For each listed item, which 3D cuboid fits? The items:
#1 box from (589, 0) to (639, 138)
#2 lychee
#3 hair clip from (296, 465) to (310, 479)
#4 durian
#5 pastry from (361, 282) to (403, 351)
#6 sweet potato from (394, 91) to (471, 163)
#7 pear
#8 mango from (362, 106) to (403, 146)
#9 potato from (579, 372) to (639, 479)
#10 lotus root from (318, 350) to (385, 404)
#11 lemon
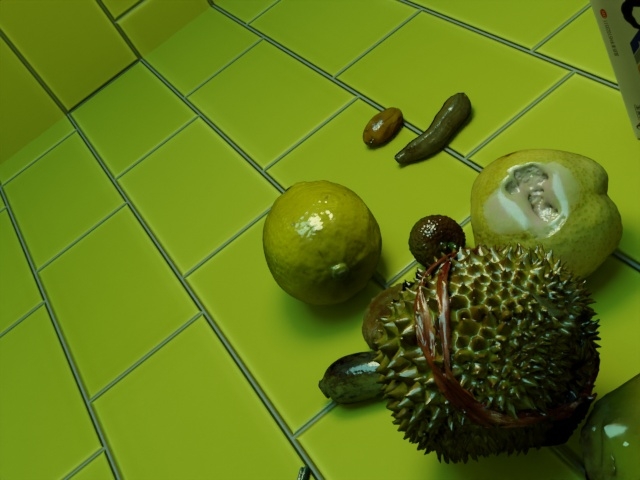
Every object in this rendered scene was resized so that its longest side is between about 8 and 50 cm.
[{"bbox_3d":[0.643,-0.330,1.654,0.214,0.353,0.069,7,51,42],"label":"box"},{"bbox_3d":[0.231,0.001,1.805,0.114,0.114,0.146,-38,19,-5],"label":"lychee"},{"bbox_3d":[-0.073,0.488,1.559,0.070,0.039,0.229,9,49,42],"label":"hair clip"},{"bbox_3d":[0.250,0.174,1.357,0.348,0.347,0.384,-118,41,-54],"label":"durian"},{"bbox_3d":[0.146,0.150,1.725,0.153,0.081,0.153,-20,43,19],"label":"pastry"},{"bbox_3d":[0.271,-0.254,2.107,0.233,0.062,0.081,-45,22,-9],"label":"sweet potato"},{"bbox_3d":[0.395,-0.040,1.610,0.271,0.271,0.271,-21,38,18],"label":"pear"},{"bbox_3d":[0.153,-0.283,2.224,0.127,0.063,0.077,-43,29,-13],"label":"mango"},{"bbox_3d":[0.525,0.187,1.211,0.397,0.296,0.290,-5,40,31],"label":"potato"},{"bbox_3d":[0.076,0.249,1.668,0.179,0.080,0.089,-18,41,21],"label":"lotus root"},{"bbox_3d":[0.000,0.000,1.876,0.245,0.245,0.320,-33,30,2],"label":"lemon"}]
